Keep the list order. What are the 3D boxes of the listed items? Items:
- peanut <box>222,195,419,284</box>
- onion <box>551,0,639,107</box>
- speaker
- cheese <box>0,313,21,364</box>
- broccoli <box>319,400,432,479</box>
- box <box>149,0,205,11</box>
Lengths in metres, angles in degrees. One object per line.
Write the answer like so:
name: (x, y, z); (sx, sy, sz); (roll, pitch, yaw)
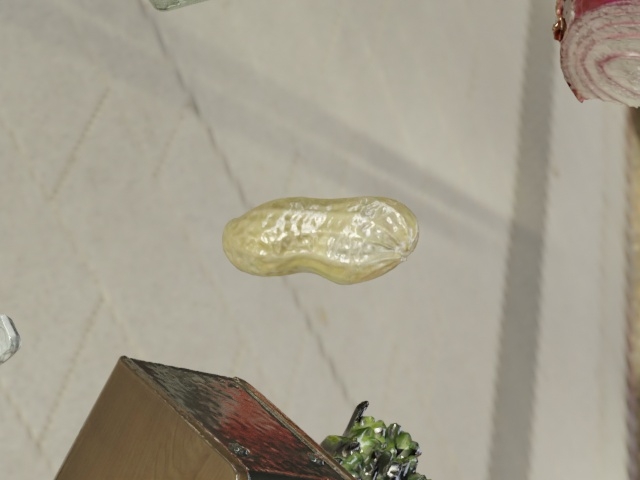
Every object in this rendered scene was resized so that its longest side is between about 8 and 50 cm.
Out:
peanut: (0.000, 0.000, 1.931); (0.090, 0.214, 0.098); (55, 36, -82)
onion: (0.308, -0.232, 1.482); (0.206, 0.216, 0.207); (70, 29, -57)
speaker: (-0.110, 0.232, 1.322); (0.192, 0.231, 0.153); (37, 13, 38)
cheese: (-0.404, 0.154, 1.951); (0.050, 0.235, 0.127); (-5, 66, -51)
broccoli: (-0.034, 0.310, 1.868); (0.293, 0.347, 0.281); (-9, 42, -44)
box: (-0.134, -0.319, 1.941); (0.124, 0.172, 0.092); (53, 25, -69)
